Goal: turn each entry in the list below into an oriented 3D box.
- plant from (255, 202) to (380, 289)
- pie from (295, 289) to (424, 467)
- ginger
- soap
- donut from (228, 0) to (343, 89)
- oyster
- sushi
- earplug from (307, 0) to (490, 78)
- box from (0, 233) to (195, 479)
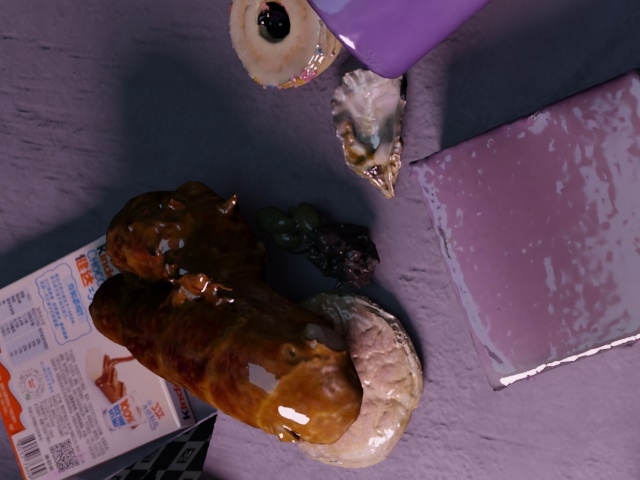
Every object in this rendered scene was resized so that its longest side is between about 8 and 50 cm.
[{"bbox_3d":[0.000,0.000,2.023,0.174,0.085,0.087,28,81,29],"label":"plant"},{"bbox_3d":[0.036,0.166,2.022,0.185,0.052,0.218,-10,86,30],"label":"pie"},{"bbox_3d":[-0.108,0.078,1.979,0.418,0.176,0.254,31,114,36],"label":"ginger"},{"bbox_3d":[0.279,-0.009,1.856,0.296,0.107,0.285,-20,83,28],"label":"soap"},{"bbox_3d":[-0.036,-0.266,2.015,0.175,0.068,0.174,10,104,42],"label":"donut"},{"bbox_3d":[0.067,-0.140,1.993,0.146,0.045,0.121,50,116,24],"label":"oyster"},{"bbox_3d":[-0.216,0.349,2.105,0.231,0.219,0.047,-33,113,25],"label":"sushi"},{"bbox_3d":[0.188,-0.389,1.834,0.456,0.215,0.215,-36,77,21],"label":"earplug"},{"bbox_3d":[-0.320,0.162,2.210,0.265,0.048,0.273,-24,81,26],"label":"box"}]
